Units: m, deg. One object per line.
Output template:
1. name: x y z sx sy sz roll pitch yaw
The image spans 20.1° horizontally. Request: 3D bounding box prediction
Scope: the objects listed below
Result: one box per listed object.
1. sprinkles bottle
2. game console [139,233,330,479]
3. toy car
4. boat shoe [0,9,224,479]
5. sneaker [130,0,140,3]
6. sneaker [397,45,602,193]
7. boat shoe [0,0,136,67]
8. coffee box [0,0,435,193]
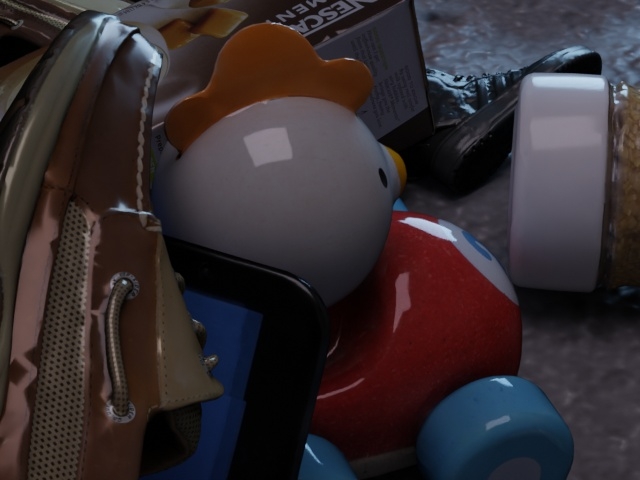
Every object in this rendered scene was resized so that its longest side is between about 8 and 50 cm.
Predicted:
1. sprinkles bottle: 0.282 -0.023 0.985 0.355 0.121 0.121 4 38 6
2. game console: -0.175 0.115 0.776 0.293 0.173 0.250 15 39 22
3. toy car: 0.000 0.000 0.867 0.210 0.238 0.219 -14 40 -16
4. boat shoe: -0.105 0.056 0.713 0.120 0.122 0.324 24 53 -17
5. sneaker: -0.088 -0.204 1.270 0.262 0.099 0.121 -11 30 -25
6. sneaker: 0.090 -0.085 1.125 0.170 0.051 0.089 -37 51 -25
7. boat shoe: -0.212 -0.128 1.164 0.257 0.095 0.095 15 47 21
8. coffee box: -0.075 -0.073 1.043 0.246 0.098 0.141 -28 39 -19
